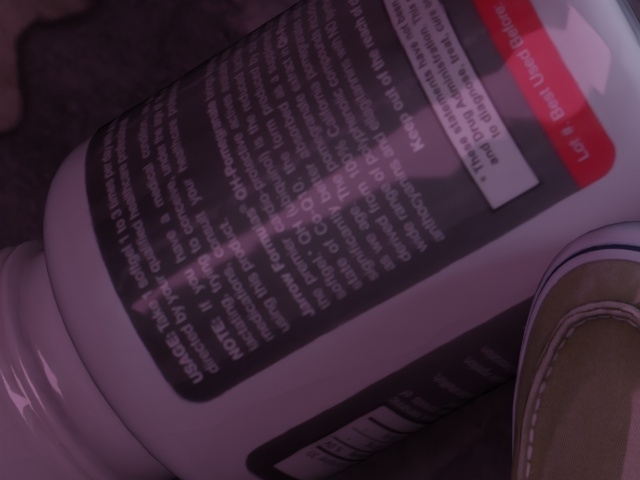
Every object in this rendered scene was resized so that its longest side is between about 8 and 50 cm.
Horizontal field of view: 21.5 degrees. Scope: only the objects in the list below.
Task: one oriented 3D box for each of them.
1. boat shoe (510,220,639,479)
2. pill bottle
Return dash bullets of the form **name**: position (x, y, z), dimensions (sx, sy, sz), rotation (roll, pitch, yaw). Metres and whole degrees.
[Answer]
- **boat shoe**: position (0.108, 0.146, 0.566), dimensions (0.109, 0.094, 0.302), rotation (0, 98, 34)
- **pill bottle**: position (0.000, 0.000, 0.694), dimensions (0.318, 0.176, 0.176), rotation (-30, 75, 17)
